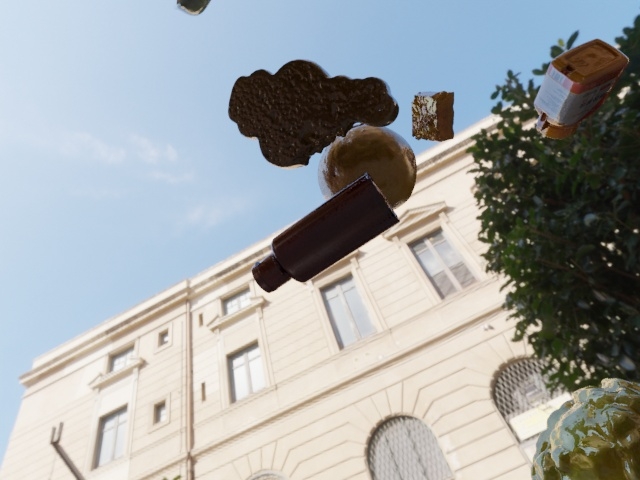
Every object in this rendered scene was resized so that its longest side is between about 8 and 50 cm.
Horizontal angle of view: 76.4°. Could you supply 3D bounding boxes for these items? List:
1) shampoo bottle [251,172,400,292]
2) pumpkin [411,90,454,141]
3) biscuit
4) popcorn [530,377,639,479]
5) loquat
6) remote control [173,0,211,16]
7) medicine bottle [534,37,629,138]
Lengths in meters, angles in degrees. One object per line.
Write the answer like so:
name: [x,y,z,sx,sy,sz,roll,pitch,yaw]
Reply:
shampoo bottle: [0.000,0.000,0.694,0.260,0.064,0.102,-35,-74,14]
pumpkin: [0.189,-0.209,0.678,0.054,0.074,0.083,-20,-62,-19]
biscuit: [-0.023,-0.223,0.710,0.320,0.047,0.183,-4,-83,27]
popcorn: [0.374,0.269,0.446,0.266,0.233,0.192,-17,-36,-5]
loquat: [0.099,-0.142,0.848,0.208,0.208,0.207,-9,-49,-11]
remote control: [-0.165,-0.343,0.544,0.038,0.309,0.090,28,-73,-31]
medicine bottle: [0.643,-0.373,1.038,0.150,0.112,0.222,-27,-29,-6]
